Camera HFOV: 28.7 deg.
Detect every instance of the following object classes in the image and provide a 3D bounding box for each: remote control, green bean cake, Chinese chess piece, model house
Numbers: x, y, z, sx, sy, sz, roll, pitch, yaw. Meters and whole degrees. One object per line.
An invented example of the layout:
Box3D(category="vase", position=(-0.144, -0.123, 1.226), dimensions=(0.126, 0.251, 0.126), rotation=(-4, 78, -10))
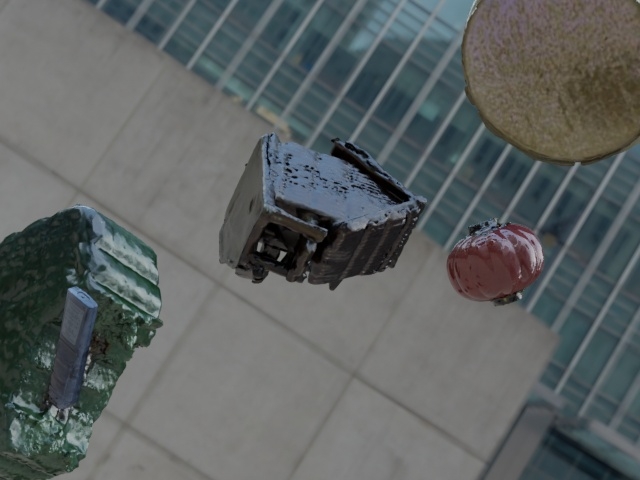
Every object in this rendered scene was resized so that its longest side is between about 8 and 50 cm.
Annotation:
Box3D(category="remote control", position=(-0.281, 0.126, 1.411), dimensions=(0.027, 0.153, 0.043), rotation=(-8, 35, -41))
Box3D(category="green bean cake", position=(-0.350, 0.146, 1.593), dimensions=(0.300, 0.308, 0.169), rotation=(-24, -38, 25))
Box3D(category="Chinese chess piece", position=(0.303, -0.224, 1.502), dimensions=(0.270, 0.112, 0.270), rotation=(14, -55, 21))
Box3D(category="model house", position=(0.000, 0.000, 2.036), dimensions=(0.282, 0.297, 0.317), rotation=(16, -43, -13))

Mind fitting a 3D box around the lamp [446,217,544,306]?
Box3D(category="lamp", position=(0.189, 0.023, 1.350), dimensions=(0.107, 0.107, 0.092), rotation=(163, -93, -75))
